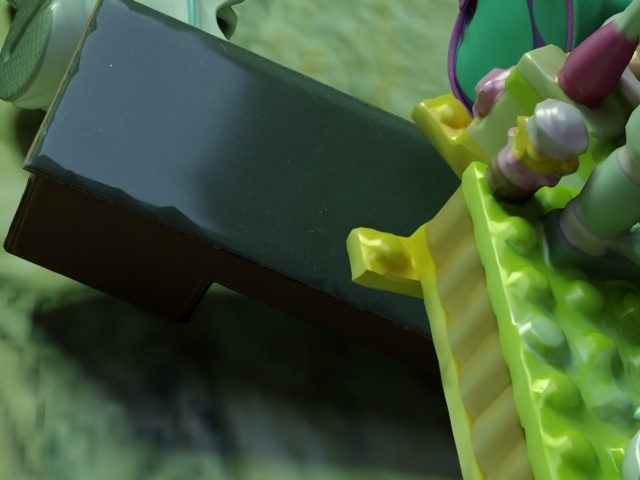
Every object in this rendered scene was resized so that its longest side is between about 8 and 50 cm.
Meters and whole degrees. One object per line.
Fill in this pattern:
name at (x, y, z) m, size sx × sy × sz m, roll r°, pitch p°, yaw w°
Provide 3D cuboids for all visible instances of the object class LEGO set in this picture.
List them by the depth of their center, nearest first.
LEGO set at (0.086, -0.007, 0.350) m, size 0.132 × 0.107 × 0.287 m, roll 37°, pitch 40°, yaw 0°

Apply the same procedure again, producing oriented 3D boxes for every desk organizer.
desk organizer at (0.000, 0.000, 0.425) m, size 0.130 × 0.050 × 0.047 m, roll 23°, pitch 63°, yaw -7°

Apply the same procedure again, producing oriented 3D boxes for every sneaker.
sneaker at (-0.056, -0.073, 0.543) m, size 0.061 × 0.054 × 0.152 m, roll 17°, pitch 30°, yaw -18°

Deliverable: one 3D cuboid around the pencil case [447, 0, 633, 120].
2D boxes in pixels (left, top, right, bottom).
pencil case at (0.115, -0.065, 0.557) m, size 0.151 × 0.064 × 0.070 m, roll -4°, pitch 49°, yaw -23°
